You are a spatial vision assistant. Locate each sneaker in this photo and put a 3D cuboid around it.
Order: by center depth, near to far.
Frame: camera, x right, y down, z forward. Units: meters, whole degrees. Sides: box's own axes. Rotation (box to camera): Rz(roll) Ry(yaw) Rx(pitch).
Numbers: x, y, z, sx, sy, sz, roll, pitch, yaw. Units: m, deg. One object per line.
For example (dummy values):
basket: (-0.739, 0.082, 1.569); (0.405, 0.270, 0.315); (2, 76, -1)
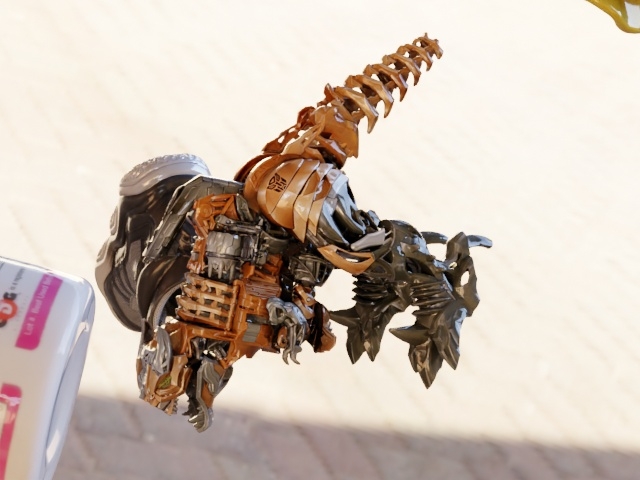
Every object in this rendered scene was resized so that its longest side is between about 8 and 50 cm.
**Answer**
sneaker: (-0.140, 0.050, 1.605); (0.101, 0.268, 0.153); (-8, 60, -17)

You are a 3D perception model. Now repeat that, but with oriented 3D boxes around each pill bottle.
pill bottle: (-0.300, 0.067, 1.129); (0.283, 0.160, 0.160); (15, 18, -1)

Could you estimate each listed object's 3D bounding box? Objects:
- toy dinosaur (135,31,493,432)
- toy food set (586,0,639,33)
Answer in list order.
toy dinosaur: (0.000, 0.000, 1.268); (0.218, 0.322, 0.164); (34, 13, -21)
toy food set: (0.198, -0.246, 1.132); (0.128, 0.218, 0.071); (-14, -3, -27)
